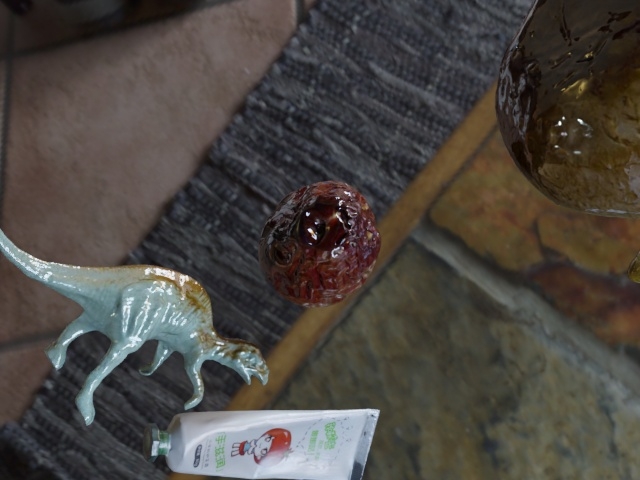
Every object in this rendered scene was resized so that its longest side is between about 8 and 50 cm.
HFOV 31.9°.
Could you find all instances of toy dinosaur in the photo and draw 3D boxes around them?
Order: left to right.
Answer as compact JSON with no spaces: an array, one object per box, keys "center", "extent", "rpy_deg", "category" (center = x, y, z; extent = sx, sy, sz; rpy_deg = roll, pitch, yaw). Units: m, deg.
[{"center":[-0.247,0.088,1.296],"extent":[0.205,0.393,0.092],"rpy_deg":[-45,15,-7],"category":"toy dinosaur"}]

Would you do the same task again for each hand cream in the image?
[{"center":[-0.081,0.287,1.576],"extent":[0.076,0.336,0.121],"rpy_deg":[-132,51,-61],"category":"hand cream"}]

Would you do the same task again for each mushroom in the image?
[{"center":[0.332,-0.179,1.114],"extent":[0.345,0.239,0.345],"rpy_deg":[-19,66,50],"category":"mushroom"}]

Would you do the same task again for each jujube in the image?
[{"center":[0.000,0.000,1.427],"extent":[0.168,0.236,0.168],"rpy_deg":[0,81,-3],"category":"jujube"}]

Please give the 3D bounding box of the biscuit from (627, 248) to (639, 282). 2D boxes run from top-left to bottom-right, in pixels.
[{"center":[0.254,-0.002,0.745],"extent":[0.081,0.018,0.083],"rpy_deg":[7,55,49],"category":"biscuit"}]
